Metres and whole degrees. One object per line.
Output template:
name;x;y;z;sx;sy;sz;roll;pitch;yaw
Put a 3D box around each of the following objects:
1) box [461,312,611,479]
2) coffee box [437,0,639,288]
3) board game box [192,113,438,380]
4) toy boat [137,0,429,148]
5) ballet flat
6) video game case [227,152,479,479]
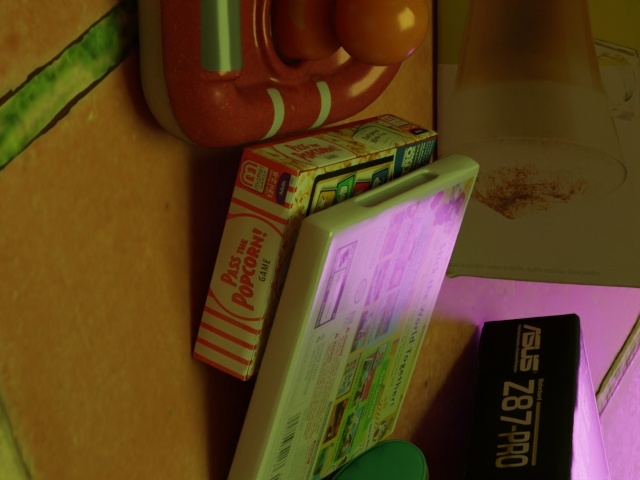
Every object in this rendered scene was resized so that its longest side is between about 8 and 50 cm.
box;0.180;0.293;1.551;0.395;0.097;0.318;-74;155;-59
coffee box;0.316;-0.138;1.609;0.338;0.338;0.334;-12;103;-60
board game box;0.000;0.000;1.316;0.193;0.045;0.146;-18;127;-59
toy boat;-0.001;-0.138;1.234;0.231;0.151;0.151;-18;109;-59
ballet flat;0.013;0.221;1.404;0.206;0.073;0.067;-46;159;-46
video game case;0.020;0.064;1.331;0.206;0.026;0.227;-24;136;-56
